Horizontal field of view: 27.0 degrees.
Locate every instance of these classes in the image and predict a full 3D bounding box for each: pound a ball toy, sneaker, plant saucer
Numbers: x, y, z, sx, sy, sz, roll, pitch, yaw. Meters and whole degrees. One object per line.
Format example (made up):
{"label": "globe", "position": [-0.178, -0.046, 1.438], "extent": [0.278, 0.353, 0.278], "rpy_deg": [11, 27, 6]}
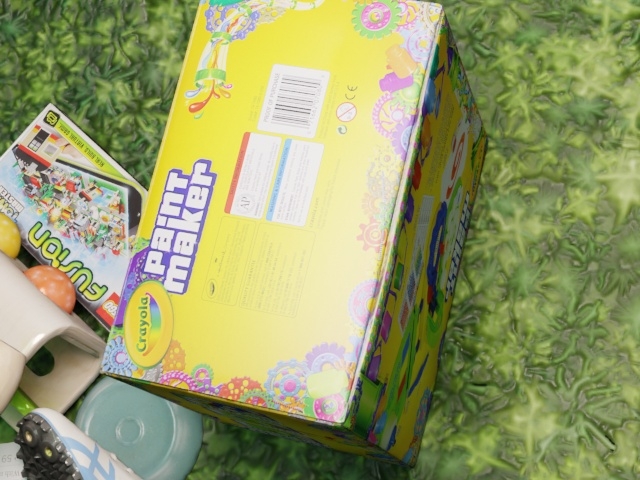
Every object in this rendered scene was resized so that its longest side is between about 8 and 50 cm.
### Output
{"label": "pound a ball toy", "position": [-0.306, 0.033, 1.107], "extent": [0.319, 0.208, 0.135], "rpy_deg": [39, 85, 23]}
{"label": "sneaker", "position": [-0.147, 0.218, 1.053], "extent": [0.237, 0.085, 0.086], "rpy_deg": [49, 47, -8]}
{"label": "plant saucer", "position": [-0.160, 0.164, 1.137], "extent": [0.119, 0.021, 0.119], "rpy_deg": [-4, 75, 14]}

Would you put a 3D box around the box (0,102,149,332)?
{"label": "box", "position": [-0.205, -0.017, 1.190], "extent": [0.207, 0.036, 0.114], "rpy_deg": [41, 88, 20]}

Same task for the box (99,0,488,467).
{"label": "box", "position": [0.000, 0.000, 1.004], "extent": [0.177, 0.279, 0.289], "rpy_deg": [10, 77, 17]}

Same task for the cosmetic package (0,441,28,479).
{"label": "cosmetic package", "position": [-0.265, 0.287, 1.076], "extent": [0.117, 0.085, 0.231], "rpy_deg": [-11, 63, 22]}
